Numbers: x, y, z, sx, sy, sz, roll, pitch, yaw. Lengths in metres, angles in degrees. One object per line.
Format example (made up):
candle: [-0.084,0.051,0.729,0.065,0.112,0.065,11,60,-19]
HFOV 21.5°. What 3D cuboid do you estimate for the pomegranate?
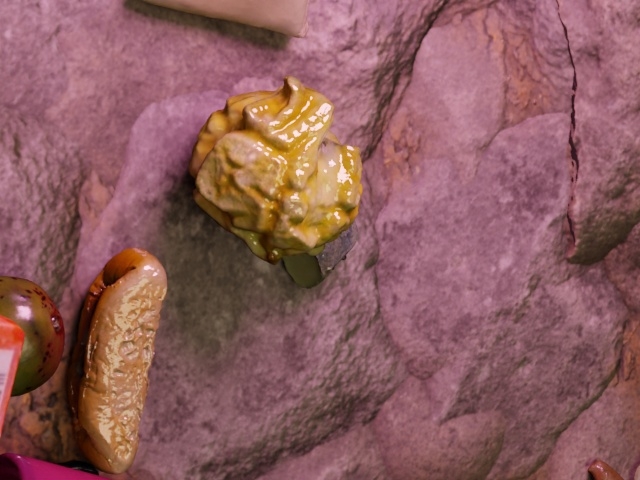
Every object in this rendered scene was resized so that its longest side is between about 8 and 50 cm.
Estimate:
pomegranate: [-0.321,0.095,1.709,0.130,0.130,0.130,-6,103,-28]

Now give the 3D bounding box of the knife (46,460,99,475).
knife: [-0.294,0.246,1.806,0.121,0.018,0.031,17,99,-30]

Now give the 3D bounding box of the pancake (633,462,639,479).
pancake: [0.523,0.327,2.271,0.253,0.037,0.253,-6,103,-27]

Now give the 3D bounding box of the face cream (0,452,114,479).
face cream: [-0.264,0.326,1.748,0.195,0.175,0.175,23,89,-31]

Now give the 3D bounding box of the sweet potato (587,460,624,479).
sweet potato: [0.398,0.404,2.207,0.078,0.058,0.255,-10,109,-10]

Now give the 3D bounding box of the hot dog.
hot dog: [-0.223,0.127,1.784,0.073,0.084,0.242,9,96,-27]

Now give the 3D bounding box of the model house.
model house: [0.000,0.000,1.904,0.083,0.066,0.079,-40,107,-36]

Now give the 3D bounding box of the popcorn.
popcorn: [-0.045,-0.071,1.790,0.167,0.185,0.187,-48,112,-9]

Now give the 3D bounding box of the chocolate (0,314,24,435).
chocolate: [-0.398,0.153,1.613,0.108,0.235,0.237,9,95,-43]

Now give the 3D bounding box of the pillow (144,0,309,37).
pillow: [-0.092,-0.289,1.787,0.208,0.053,0.119,8,94,-27]
